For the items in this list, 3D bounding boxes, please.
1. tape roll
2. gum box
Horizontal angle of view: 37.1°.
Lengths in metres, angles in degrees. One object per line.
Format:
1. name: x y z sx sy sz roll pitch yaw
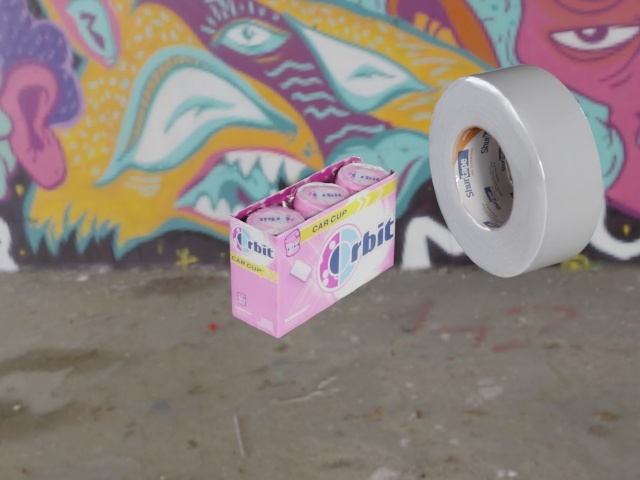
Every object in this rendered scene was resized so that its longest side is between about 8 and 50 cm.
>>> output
1. tape roll: 0.202 -0.074 1.022 0.072 0.219 0.219 -16 18 -21
2. gum box: 0.000 0.000 0.917 0.062 0.107 0.188 23 36 34
